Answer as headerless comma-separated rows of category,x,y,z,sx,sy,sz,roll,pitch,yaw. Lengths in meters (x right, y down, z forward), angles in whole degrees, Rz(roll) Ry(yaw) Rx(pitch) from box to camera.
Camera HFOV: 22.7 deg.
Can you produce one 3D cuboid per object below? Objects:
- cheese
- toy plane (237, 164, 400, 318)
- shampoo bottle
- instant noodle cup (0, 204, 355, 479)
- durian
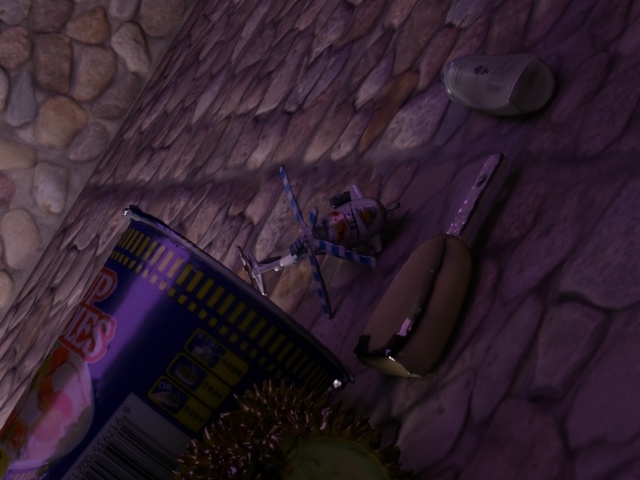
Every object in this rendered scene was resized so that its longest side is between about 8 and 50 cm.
cheese,0.122,0.020,1.587,0.251,0.054,0.127,-60,18,-13
toy plane,0.003,0.011,1.888,0.182,0.107,0.273,62,151,22
shampoo bottle,0.191,-0.172,1.734,0.072,0.049,0.212,-62,18,-1
instant noodle cup,-0.169,0.173,1.534,0.312,0.284,0.284,-53,18,-9
durian,-0.034,0.235,1.389,0.176,0.200,0.237,44,111,48
